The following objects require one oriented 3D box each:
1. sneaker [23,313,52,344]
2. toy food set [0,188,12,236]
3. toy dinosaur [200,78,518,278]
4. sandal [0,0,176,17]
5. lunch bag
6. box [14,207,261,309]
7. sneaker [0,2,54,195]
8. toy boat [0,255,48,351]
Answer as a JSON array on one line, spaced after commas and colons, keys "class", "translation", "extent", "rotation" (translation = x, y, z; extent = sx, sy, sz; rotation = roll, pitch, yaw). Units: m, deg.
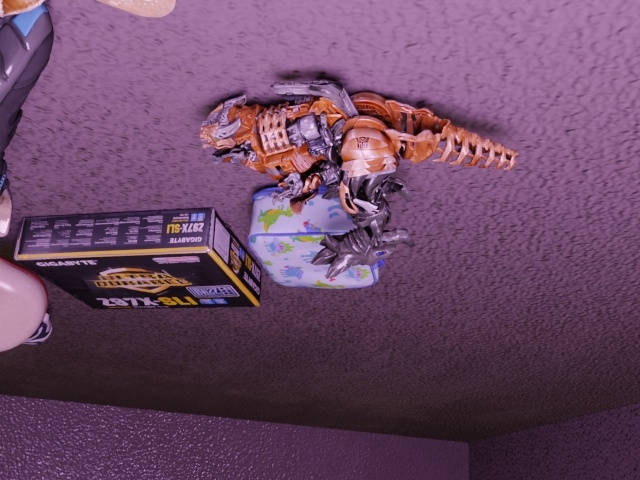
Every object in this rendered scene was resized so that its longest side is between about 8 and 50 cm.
[{"class": "sneaker", "translation": [-0.679, 0.165, 1.519], "extent": [0.234, 0.094, 0.153], "rotation": [14, 153, -24]}, {"class": "toy food set", "translation": [-0.528, -0.056, 0.926], "extent": [0.219, 0.093, 0.306], "rotation": [10, 168, -16]}, {"class": "toy dinosaur", "translation": [0.037, -0.082, 0.795], "extent": [0.321, 0.164, 0.218], "rotation": [19, 145, 19]}, {"class": "sandal", "translation": [-0.236, -0.215, 0.585], "extent": [0.239, 0.079, 0.088], "rotation": [12, 155, -21]}, {"class": "lunch bag", "translation": [0.000, 0.000, 1.047], "extent": [0.175, 0.090, 0.219], "rotation": [-1, 157, 11]}, {"class": "box", "translation": [-0.284, 0.040, 1.196], "extent": [0.321, 0.080, 0.257], "rotation": [-2, 158, 12]}, {"class": "sneaker", "translation": [-0.364, -0.105, 0.716], "extent": [0.341, 0.125, 0.139], "rotation": [-44, 164, 15]}, {"class": "toy boat", "translation": [-0.543, 0.070, 1.140], "extent": [0.231, 0.151, 0.151], "rotation": [32, -171, -21]}]
